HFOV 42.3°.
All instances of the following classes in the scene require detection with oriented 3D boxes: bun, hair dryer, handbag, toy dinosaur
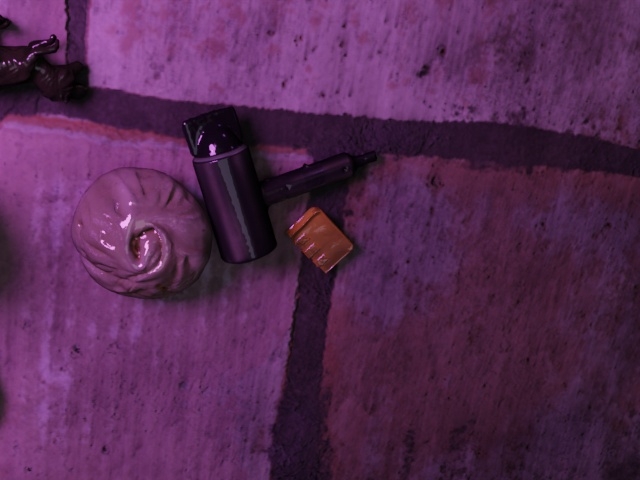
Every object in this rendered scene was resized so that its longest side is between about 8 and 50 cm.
[{"bbox_3d":[-0.230,0.002,1.045,0.183,0.102,0.183,0,108,-1],"label":"bun"},{"bbox_3d":[-0.041,-0.101,1.098,0.248,0.078,0.195,-20,110,-17],"label":"hair dryer"},{"bbox_3d":[0.000,0.000,1.151,0.061,0.027,0.083,-42,113,0],"label":"handbag"},{"bbox_3d":[-0.378,-0.171,0.973,0.187,0.087,0.178,15,101,-16],"label":"toy dinosaur"}]
